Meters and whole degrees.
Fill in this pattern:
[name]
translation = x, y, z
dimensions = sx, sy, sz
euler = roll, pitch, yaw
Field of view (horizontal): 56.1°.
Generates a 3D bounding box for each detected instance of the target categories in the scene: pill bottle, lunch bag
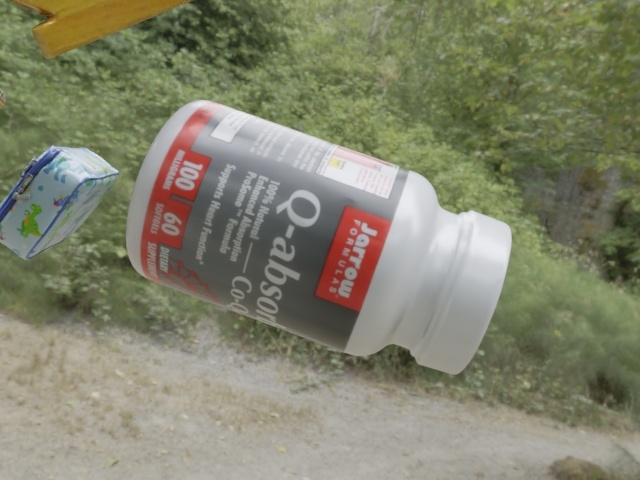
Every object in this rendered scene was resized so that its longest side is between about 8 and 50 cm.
[pill bottle]
translation = 0.000, 0.000, 0.654
dimensions = 0.363, 0.210, 0.210
euler = 19, 0, 5
[lunch bag]
translation = -0.422, -0.063, 0.959
dimensions = 0.090, 0.176, 0.219
euler = 38, 6, -9

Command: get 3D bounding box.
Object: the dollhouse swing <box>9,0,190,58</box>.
[dollhouse swing]
translation = -0.288, -0.401, 0.618
dimensions = 0.315, 0.346, 0.305
euler = -37, 33, -28

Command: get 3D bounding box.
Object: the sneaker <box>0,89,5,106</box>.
[sneaker]
translation = -0.615, -0.272, 1.097
dimensions = 0.037, 0.031, 0.083
euler = -3, -23, 18
